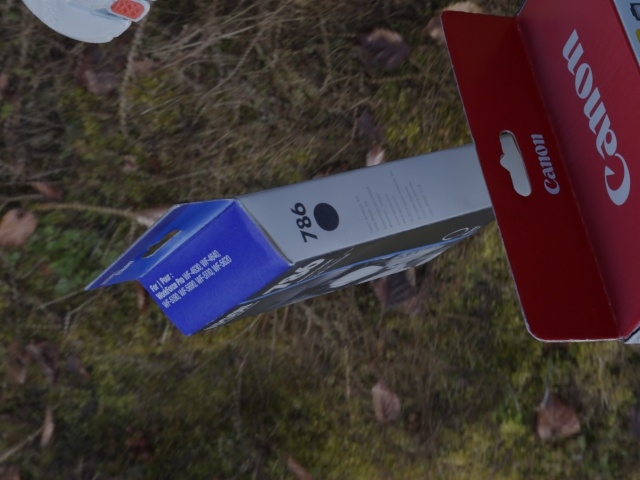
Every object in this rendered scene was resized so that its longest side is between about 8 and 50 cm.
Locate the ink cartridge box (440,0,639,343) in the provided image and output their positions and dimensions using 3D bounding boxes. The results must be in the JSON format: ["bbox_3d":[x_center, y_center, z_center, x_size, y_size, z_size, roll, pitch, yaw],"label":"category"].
[{"bbox_3d":[0.257,-0.088,0.848,0.272,0.309,0.130,-1,147,-17],"label":"ink cartridge box"}]

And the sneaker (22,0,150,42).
[{"bbox_3d":[-0.055,-0.137,0.399,0.061,0.065,0.158,31,127,-3],"label":"sneaker"}]

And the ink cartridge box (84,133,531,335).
[{"bbox_3d":[0.000,0.000,0.913,0.165,0.332,0.065,-35,73,51],"label":"ink cartridge box"}]
